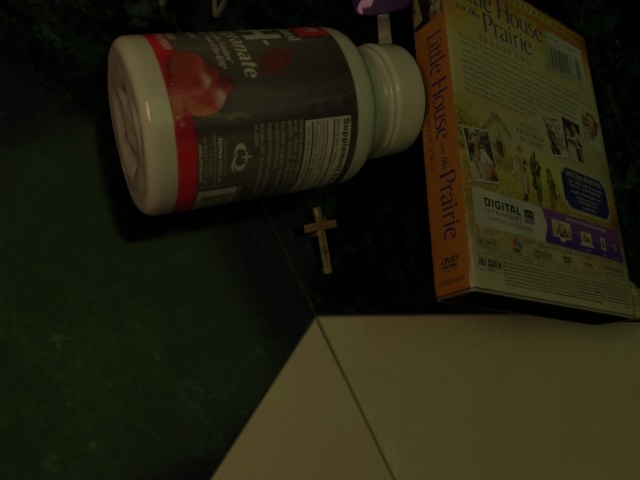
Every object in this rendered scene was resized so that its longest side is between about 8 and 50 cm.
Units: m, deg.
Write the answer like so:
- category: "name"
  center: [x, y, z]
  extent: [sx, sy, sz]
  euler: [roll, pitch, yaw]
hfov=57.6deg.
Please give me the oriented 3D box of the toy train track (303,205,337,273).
- category: "toy train track"
  center: [0.000, 0.000, 0.724]
  extent: [0.048, 0.014, 0.083]
  euler: [-11, 91, -33]

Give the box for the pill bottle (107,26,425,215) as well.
- category: "pill bottle"
  center: [-0.051, -0.138, 0.634]
  extent: [0.318, 0.176, 0.177]
  euler: [-13, 86, -26]

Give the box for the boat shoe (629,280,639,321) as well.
- category: "boat shoe"
  center: [0.397, 0.067, 0.845]
  extent: [0.302, 0.109, 0.098]
  euler: [7, 79, -18]

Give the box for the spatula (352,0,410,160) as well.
- category: "spatula"
  center: [0.089, -0.256, 0.788]
  extent: [0.084, 0.030, 0.297]
  euler: [-5, 88, 10]

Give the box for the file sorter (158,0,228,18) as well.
- category: "file sorter"
  center: [-0.216, -0.369, 0.600]
  extent: [0.277, 0.173, 0.193]
  euler: [4, 80, -24]

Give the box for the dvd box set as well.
- category: "dvd box set"
  center: [0.252, -0.117, 0.730]
  extent: [0.307, 0.062, 0.421]
  euler: [11, 69, -33]
